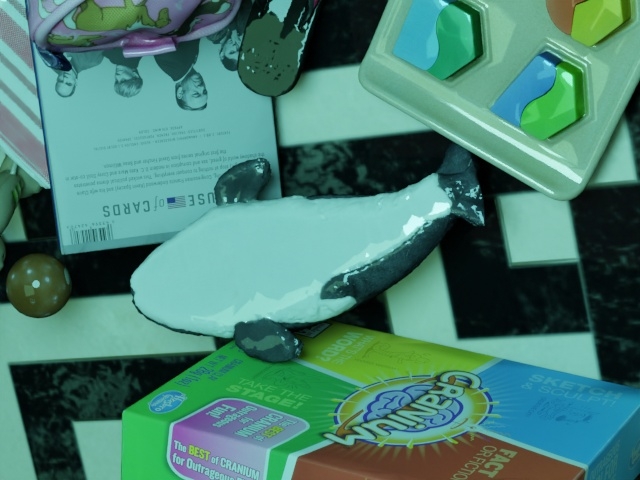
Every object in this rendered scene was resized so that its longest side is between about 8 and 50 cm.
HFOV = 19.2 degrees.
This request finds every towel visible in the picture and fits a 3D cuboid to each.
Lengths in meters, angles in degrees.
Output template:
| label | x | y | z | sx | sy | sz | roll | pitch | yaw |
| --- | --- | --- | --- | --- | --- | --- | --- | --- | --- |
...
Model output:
| label | x | y | z | sx | sy | sz | roll | pitch | yaw |
| --- | --- | --- | --- | --- | --- | --- | --- | --- | --- |
| towel | -0.189 | -0.151 | 1.469 | 0.197 | 0.029 | 0.144 | -42 | 106 | 6 |

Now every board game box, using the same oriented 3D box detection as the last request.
| label | x | y | z | sx | sy | sz | roll | pitch | yaw |
| --- | --- | --- | --- | --- | --- | --- | --- | --- | --- |
| board game box | 0.052 | 0.145 | 1.371 | 0.316 | 0.242 | 0.064 | 11 | 111 | 24 |

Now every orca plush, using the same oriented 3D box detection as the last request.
| label | x | y | z | sx | sy | sz | roll | pitch | yaw |
| --- | --- | --- | --- | --- | --- | --- | --- | --- | --- |
| orca plush | 0.000 | 0.000 | 1.446 | 0.287 | 0.102 | 0.151 | -33 | 75 | 15 |

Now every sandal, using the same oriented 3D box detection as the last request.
| label | x | y | z | sx | sy | sz | roll | pitch | yaw |
| --- | --- | --- | --- | --- | --- | --- | --- | --- | --- |
| sandal | -0.023 | -0.193 | 1.400 | 0.067 | 0.040 | 0.179 | 17 | 100 | 17 |

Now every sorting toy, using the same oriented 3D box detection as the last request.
| label | x | y | z | sx | sy | sz | roll | pitch | yaw |
| --- | --- | --- | --- | --- | --- | --- | --- | --- | --- |
| sorting toy | 0.139 | -0.157 | 1.331 | 0.193 | 0.038 | 0.208 | 32 | 114 | 16 |

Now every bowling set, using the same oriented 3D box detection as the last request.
| label | x | y | z | sx | sy | sz | roll | pitch | yaw |
| --- | --- | --- | --- | --- | --- | --- | --- | --- | --- |
| bowling set | -0.293 | -0.010 | 1.589 | 0.200 | 0.154 | 0.287 | 33 | 120 | -6 |

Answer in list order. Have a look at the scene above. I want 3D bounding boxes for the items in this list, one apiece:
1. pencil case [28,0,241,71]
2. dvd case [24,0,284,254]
| label | x | y | z | sx | sy | sz | roll | pitch | yaw |
| --- | --- | --- | --- | --- | --- | --- | --- | --- | --- |
| pencil case | -0.182 | -0.316 | 1.340 | 0.167 | 0.160 | 0.386 | -28 | 75 | 33 |
| dvd case | -0.127 | -0.115 | 1.454 | 0.179 | 0.029 | 0.239 | -7 | 106 | -4 |
